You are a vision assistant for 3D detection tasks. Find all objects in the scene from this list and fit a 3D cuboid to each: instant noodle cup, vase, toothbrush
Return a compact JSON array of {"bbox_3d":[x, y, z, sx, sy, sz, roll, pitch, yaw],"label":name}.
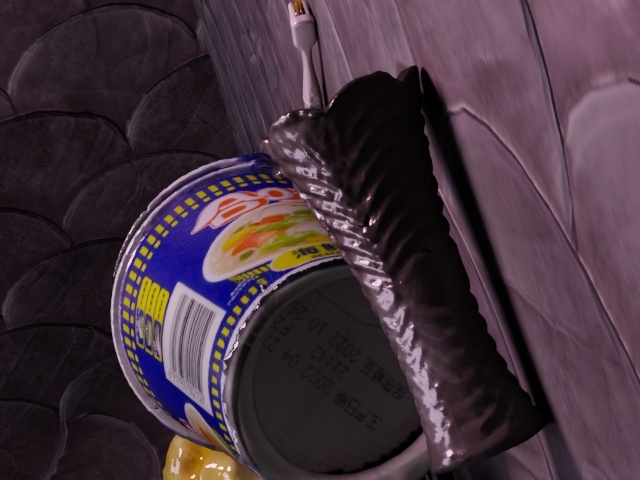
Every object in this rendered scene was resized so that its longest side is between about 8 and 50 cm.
[{"bbox_3d":[-0.018,0.082,1.307,0.312,0.284,0.284,-151,41,-72],"label":"instant noodle cup"},{"bbox_3d":[0.058,0.022,0.974,0.115,0.115,0.237,106,141,-83],"label":"vase"},{"bbox_3d":[-0.008,-0.136,1.569,0.342,0.025,0.030,80,176,-65],"label":"toothbrush"}]

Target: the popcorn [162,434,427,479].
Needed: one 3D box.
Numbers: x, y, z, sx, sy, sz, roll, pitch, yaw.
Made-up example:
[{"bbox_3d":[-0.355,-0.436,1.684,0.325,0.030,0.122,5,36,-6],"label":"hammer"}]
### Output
[{"bbox_3d":[-0.008,0.255,1.681,0.292,0.294,0.334,80,-172,-55],"label":"popcorn"}]
